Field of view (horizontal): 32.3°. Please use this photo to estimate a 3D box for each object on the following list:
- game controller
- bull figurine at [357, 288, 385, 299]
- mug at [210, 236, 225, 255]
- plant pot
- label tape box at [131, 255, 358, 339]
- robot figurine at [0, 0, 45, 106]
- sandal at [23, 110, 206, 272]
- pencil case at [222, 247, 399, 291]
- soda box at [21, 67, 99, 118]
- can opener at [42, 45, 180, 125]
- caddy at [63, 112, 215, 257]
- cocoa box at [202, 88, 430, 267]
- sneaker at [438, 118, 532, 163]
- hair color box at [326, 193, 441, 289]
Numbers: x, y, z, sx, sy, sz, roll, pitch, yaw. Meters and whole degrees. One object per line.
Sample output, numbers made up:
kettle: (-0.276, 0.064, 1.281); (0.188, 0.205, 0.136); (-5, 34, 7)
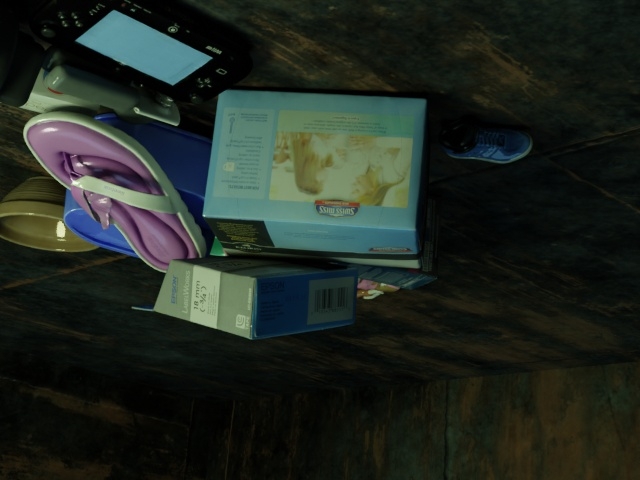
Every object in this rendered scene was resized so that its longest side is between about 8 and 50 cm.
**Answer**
game controller: (-0.254, -0.288, 1.604); (0.319, 0.067, 0.166); (20, 156, -39)
bull figurine: (0.034, 0.079, 2.551); (0.188, 0.101, 0.310); (-9, 164, 23)
mug: (-0.212, -0.037, 2.284); (0.129, 0.097, 0.158); (4, 162, 8)
plant pot: (-0.559, -0.062, 2.286); (0.237, 0.110, 0.237); (5, 162, 2)
label tape box: (-0.137, 0.082, 1.924); (0.240, 0.106, 0.333); (-4, -171, -45)
robot figurine: (-0.531, -0.282, 1.538); (0.278, 0.174, 0.209); (18, 154, -34)
sandal: (-0.324, -0.060, 1.834); (0.169, 0.102, 0.416); (-20, 135, 26)
pencil case: (0.000, 0.000, 2.229); (0.386, 0.167, 0.160); (13, -179, -23)
soda box: (-0.456, -0.252, 1.751); (0.216, 0.074, 0.069); (14, 160, -22)
can opener: (-0.322, -0.225, 1.711); (0.093, 0.074, 0.280); (-36, 154, 21)
caddy: (-0.304, -0.102, 2.003); (0.341, 0.179, 0.241); (17, 138, -17)
cocoa box: (0.003, -0.099, 1.828); (0.347, 0.232, 0.228); (4, 163, 8)
sneaker: (0.271, -0.166, 1.834); (0.152, 0.058, 0.084); (4, 171, 23)
hair color box: (0.058, -0.029, 2.116); (0.347, 0.174, 0.105); (13, 159, -23)
